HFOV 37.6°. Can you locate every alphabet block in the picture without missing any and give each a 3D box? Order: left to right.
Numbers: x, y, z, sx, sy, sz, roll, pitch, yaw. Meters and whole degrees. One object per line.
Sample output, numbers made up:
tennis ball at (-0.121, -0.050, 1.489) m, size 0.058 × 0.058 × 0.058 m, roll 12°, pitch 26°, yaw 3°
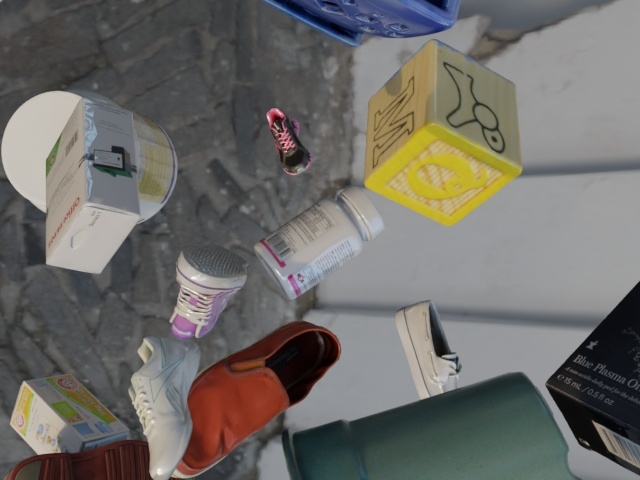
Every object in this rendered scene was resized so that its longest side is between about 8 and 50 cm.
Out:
alphabet block at (0.200, -0.175, 1.554) m, size 0.192 × 0.193 × 0.197 m, roll 23°, pitch 49°, yaw -21°

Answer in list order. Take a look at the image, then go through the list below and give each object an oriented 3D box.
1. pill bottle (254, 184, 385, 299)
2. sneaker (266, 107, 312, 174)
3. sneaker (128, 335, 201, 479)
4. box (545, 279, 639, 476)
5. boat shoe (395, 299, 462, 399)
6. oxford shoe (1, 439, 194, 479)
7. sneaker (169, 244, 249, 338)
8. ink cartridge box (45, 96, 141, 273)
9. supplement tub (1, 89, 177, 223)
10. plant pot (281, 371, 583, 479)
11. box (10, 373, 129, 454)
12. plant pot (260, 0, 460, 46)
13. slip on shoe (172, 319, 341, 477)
pill bottle at (0.000, 0.000, 2.213) m, size 0.283 × 0.160 × 0.160 m, roll -34°, pitch 115°, yaw -9°
sneaker at (-0.050, -0.143, 1.330) m, size 0.057 × 0.047 × 0.119 m, roll 51°, pitch 12°, yaw -49°
sneaker at (-0.152, 0.155, 0.880) m, size 0.061 × 0.053 × 0.152 m, roll 21°, pitch 42°, yaw -23°
box at (0.305, 0.120, 0.787) m, size 0.158 × 0.156 × 0.093 m, roll -43°, pitch 121°, yaw -15°
boat shoe at (0.225, 0.240, 1.803) m, size 0.095 × 0.084 × 0.258 m, roll -11°, pitch 77°, yaw -60°
oxford shoe at (-0.393, 0.419, 1.655) m, size 0.348 × 0.130 × 0.122 m, roll 10°, pitch 66°, yaw -35°
sneaker at (-0.190, 0.095, 1.506) m, size 0.161 × 0.102 × 0.282 m, roll -59°, pitch 174°, yaw 2°
ink cartridge box at (-0.353, -0.082, 1.445) m, size 0.093 × 0.160 × 0.219 m, roll 14°, pitch 47°, yaw -32°
supplement tub at (-0.430, -0.152, 1.784) m, size 0.331 × 0.241 × 0.240 m, roll 15°, pitch 76°, yaw -80°
plant pot at (0.164, 0.348, 1.250) m, size 0.334 × 0.341 × 0.341 m, roll -23°, pitch 109°, yaw 0°
box at (-0.476, 0.352, 1.778) m, size 0.114 × 0.203 × 0.103 m, roll -3°, pitch 120°, yaw -53°
plant pot at (0.029, -0.374, 1.125) m, size 0.236 × 0.212 × 0.235 m, roll 20°, pitch 75°, yaw -33°
slip on shoe at (-0.097, 0.216, 1.340) m, size 0.331 × 0.101 × 0.123 m, roll -33°, pitch 103°, yaw -36°
